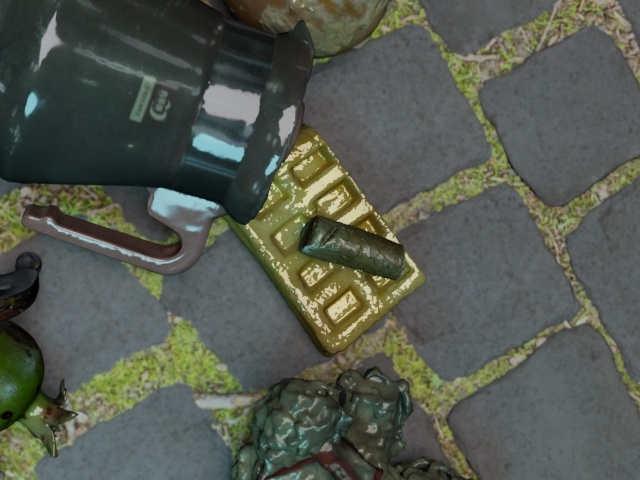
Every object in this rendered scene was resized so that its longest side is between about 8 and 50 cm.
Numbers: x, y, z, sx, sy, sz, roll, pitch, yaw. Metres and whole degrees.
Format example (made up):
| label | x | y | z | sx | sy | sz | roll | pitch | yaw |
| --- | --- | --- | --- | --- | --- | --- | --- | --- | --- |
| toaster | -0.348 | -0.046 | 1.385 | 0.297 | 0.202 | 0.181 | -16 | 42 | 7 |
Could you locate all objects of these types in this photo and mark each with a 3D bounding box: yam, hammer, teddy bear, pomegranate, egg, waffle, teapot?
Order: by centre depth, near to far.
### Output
| label | x | y | z | sx | sy | sz | roll | pitch | yaw |
| --- | --- | --- | --- | --- | --- | --- | --- | --- | --- |
| teapot | -0.211 | -0.147 | 1.447 | 0.361 | 0.306 | 0.376 | 18 | 116 | -9 |
| hammer | -0.480 | 0.061 | 1.464 | 0.289 | 0.137 | 0.037 | -2 | 115 | -6 |
| pomegranate | -0.373 | 0.166 | 1.468 | 0.169 | 0.148 | 0.149 | 19 | 83 | -25 |
| teddy bear | 0.058 | 0.335 | 1.541 | 0.367 | 0.224 | 0.358 | 12 | 98 | -16 |
| egg | -0.026 | -0.332 | 1.548 | 0.245 | 0.203 | 0.203 | 28 | 81 | -5 |
| yam | 0.041 | 0.009 | 1.566 | 0.132 | 0.054 | 0.054 | 18 | 83 | -13 |
| waffle | 0.000 | 0.000 | 1.612 | 0.168 | 0.057 | 0.274 | -37 | 97 | -13 |

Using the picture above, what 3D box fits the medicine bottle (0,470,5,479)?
| label | x | y | z | sx | sy | sz | roll | pitch | yaw |
| --- | --- | --- | --- | --- | --- | --- | --- | --- | --- |
| medicine bottle | -0.519 | 0.299 | 1.406 | 0.292 | 0.170 | 0.170 | 15 | 84 | -14 |
